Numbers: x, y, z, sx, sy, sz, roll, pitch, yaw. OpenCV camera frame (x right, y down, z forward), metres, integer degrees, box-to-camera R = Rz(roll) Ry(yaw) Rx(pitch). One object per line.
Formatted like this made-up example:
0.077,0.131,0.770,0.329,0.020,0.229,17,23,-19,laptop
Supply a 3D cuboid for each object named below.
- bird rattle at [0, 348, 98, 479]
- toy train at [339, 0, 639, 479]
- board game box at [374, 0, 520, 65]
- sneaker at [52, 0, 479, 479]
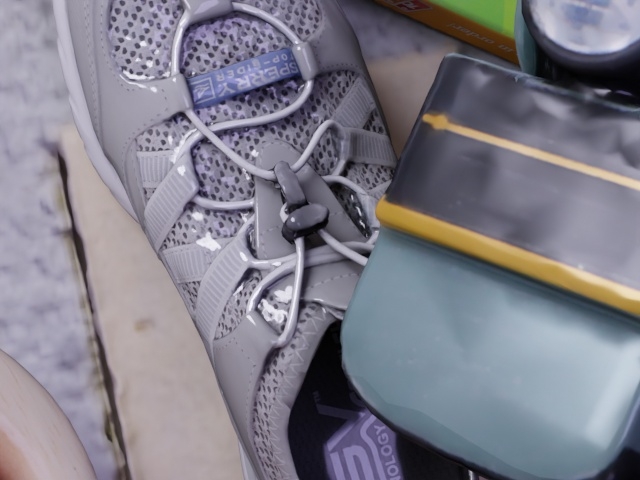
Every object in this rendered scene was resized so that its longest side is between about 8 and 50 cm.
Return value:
-0.125,0.118,0.546,0.254,0.143,0.207,7,68,-28,bird rattle
0.139,0.012,0.600,0.334,0.142,0.190,29,85,-55,toy train
0.111,-0.123,0.714,0.259,0.039,0.124,20,80,-21,board game box
0.000,0.000,0.603,0.105,0.115,0.281,-25,99,-14,sneaker
